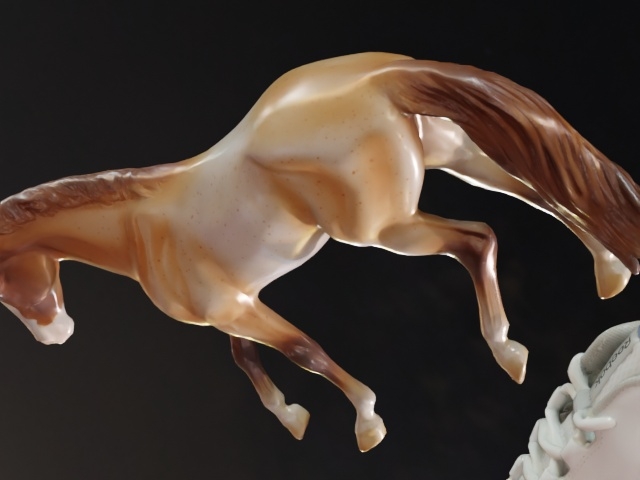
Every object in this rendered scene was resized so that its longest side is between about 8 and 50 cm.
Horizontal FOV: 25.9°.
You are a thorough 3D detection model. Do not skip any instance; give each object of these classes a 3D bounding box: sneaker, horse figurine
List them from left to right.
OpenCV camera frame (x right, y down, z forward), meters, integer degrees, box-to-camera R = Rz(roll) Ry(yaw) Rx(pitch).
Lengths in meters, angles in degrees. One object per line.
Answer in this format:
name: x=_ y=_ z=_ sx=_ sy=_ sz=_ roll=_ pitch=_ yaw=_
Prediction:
horse figurine: x=0.000 y=0.000 z=0.529 sx=0.263 sy=0.066 sz=0.174 roll=-28 pitch=-65 yaw=37
sneaker: x=0.145 y=0.101 z=0.651 sx=0.297 sy=0.111 sz=0.129 roll=-34 pitch=-63 yaw=18
